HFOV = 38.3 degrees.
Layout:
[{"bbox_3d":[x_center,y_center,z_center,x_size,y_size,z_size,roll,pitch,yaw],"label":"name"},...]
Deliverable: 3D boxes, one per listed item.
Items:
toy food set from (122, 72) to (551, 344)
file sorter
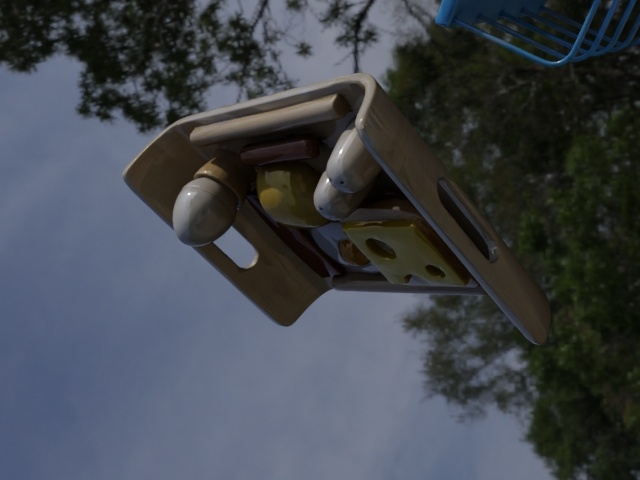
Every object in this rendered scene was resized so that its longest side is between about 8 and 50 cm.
[{"bbox_3d":[0.000,0.000,0.698,0.220,0.306,0.092,46,-117,-28],"label":"toy food set"},{"bbox_3d":[0.184,-0.198,0.666,0.170,0.104,0.118,-24,-39,-51],"label":"file sorter"}]
